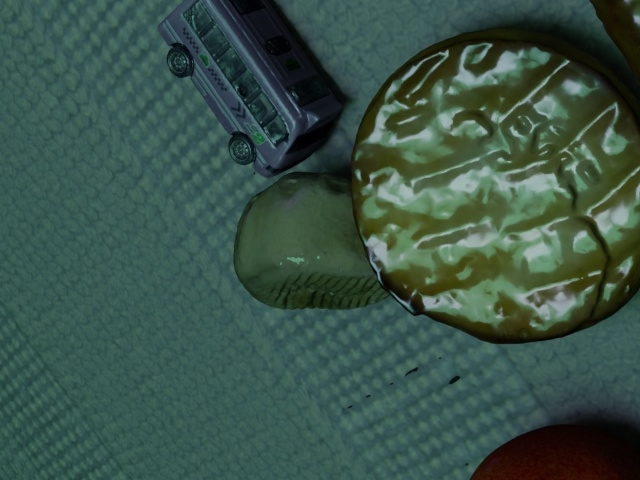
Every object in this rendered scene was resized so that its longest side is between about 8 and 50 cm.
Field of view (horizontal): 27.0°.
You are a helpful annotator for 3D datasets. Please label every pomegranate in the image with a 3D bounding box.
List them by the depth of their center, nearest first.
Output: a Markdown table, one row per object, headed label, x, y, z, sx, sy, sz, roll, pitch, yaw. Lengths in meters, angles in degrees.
| label | x | y | z | sx | sy | sz | roll | pitch | yaw |
| --- | --- | --- | --- | --- | --- | --- | --- | --- | --- |
| pomegranate | 0.241 | 0.299 | 1.315 | 0.221 | 0.221 | 0.257 | 34 | 142 | 19 |

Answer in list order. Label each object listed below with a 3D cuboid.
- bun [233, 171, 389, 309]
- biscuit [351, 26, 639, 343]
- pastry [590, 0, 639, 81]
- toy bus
| label | x | y | z | sx | sy | sz | roll | pitch | yaw |
| --- | --- | --- | --- | --- | --- | --- | --- | --- | --- |
| bun | 0.000 | 0.000 | 1.381 | 0.193 | 0.178 | 0.128 | 116 | 155 | -70 |
| biscuit | 0.171 | -0.049 | 1.218 | 0.296 | 0.102 | 0.296 | 8 | 113 | 20 |
| pastry | 0.287 | -0.151 | 0.941 | 0.136 | 0.329 | 0.330 | -37 | 89 | 18 |
| toy bus | -0.068 | -0.171 | 1.369 | 0.108 | 0.096 | 0.199 | -39 | 85 | 41 |
